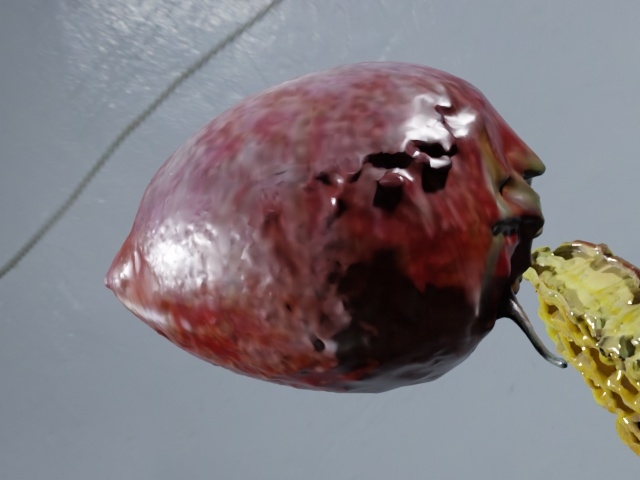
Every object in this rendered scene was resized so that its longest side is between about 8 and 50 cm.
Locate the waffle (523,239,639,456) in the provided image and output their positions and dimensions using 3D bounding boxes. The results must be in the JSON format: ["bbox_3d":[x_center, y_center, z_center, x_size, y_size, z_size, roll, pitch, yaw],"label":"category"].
[{"bbox_3d":[0.239,0.109,0.877,0.065,0.283,0.309,-38,68,-4],"label":"waffle"}]

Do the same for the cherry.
[{"bbox_3d":[0.000,0.000,0.725,0.250,0.192,0.175,-11,122,13],"label":"cherry"}]
